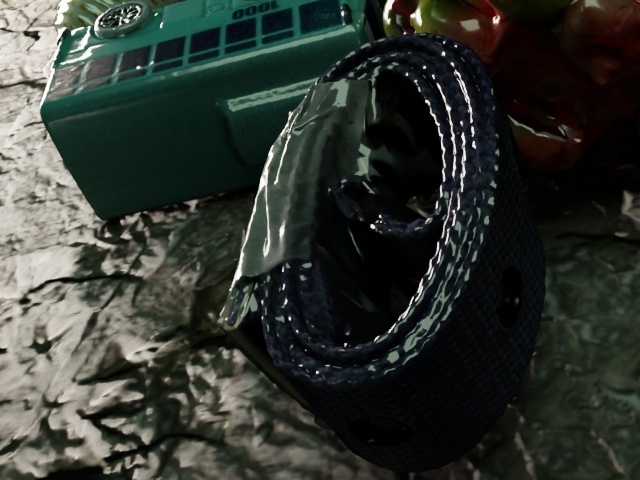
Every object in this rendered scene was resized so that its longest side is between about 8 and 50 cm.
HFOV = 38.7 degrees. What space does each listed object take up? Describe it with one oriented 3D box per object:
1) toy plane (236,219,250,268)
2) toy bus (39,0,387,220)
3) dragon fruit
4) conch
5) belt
[{"bbox_3d":[0.000,0.000,0.604,0.111,0.040,0.102,0,44,18],"label":"toy plane"},{"bbox_3d":[-0.068,-0.114,0.695,0.256,0.128,0.147,-12,42,9],"label":"toy bus"},{"bbox_3d":[0.168,-0.165,0.573,0.237,0.302,0.231,-28,0,-31],"label":"dragon fruit"},{"bbox_3d":[-0.182,-0.207,0.863,0.153,0.102,0.135,-28,31,-31],"label":"conch"},{"bbox_3d":[0.045,0.005,0.493,0.140,0.126,0.230,-10,51,24],"label":"belt"}]
